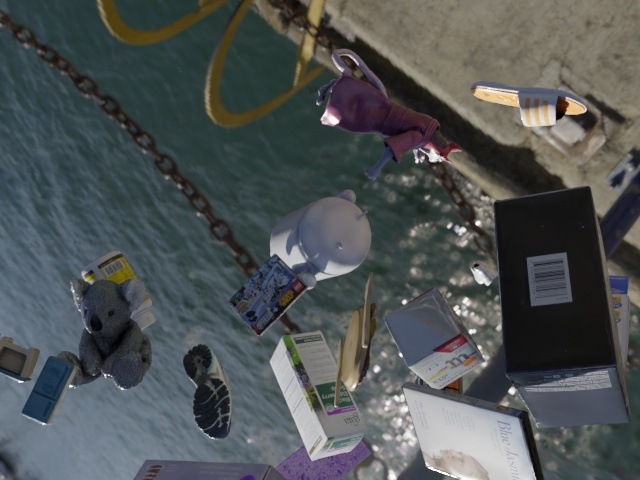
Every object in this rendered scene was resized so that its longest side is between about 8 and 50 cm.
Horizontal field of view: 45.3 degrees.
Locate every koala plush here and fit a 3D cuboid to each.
[{"bbox_3d":[-0.461,0.182,1.661,0.196,0.203,0.221,-2,105,11],"label":"koala plush"}]

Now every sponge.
[{"bbox_3d":[0.007,0.528,1.834,0.117,0.210,0.031,53,158,7],"label":"sponge"}]

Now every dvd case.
[{"bbox_3d":[0.256,0.341,1.294,0.253,0.022,0.180,4,118,48],"label":"dvd case"}]

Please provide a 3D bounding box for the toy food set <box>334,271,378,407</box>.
[{"bbox_3d":[0.061,0.148,1.081,0.038,0.132,0.192,11,141,-6],"label":"toy food set"}]

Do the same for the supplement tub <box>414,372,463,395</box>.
[{"bbox_3d":[0.285,0.361,1.846,0.117,0.190,0.117,3,150,2],"label":"supplement tub"}]

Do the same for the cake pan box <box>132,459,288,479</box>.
[{"bbox_3d":[-0.090,0.380,0.996,0.266,0.070,0.246,-14,128,42],"label":"cake pan box"}]

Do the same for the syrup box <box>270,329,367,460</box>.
[{"bbox_3d":[-0.008,0.304,1.521,0.237,0.093,0.096,62,142,34],"label":"syrup box"}]

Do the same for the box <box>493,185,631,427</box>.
[{"bbox_3d":[0.446,0.132,1.412,0.179,0.343,0.312,-9,149,21],"label":"box"}]

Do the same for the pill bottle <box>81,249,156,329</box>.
[{"bbox_3d":[-0.524,0.142,2.015,0.215,0.117,0.117,58,149,-1],"label":"pill bottle"}]

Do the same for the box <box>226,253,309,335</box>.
[{"bbox_3d":[-0.103,0.106,1.498,0.094,0.137,0.027,45,-177,11],"label":"box"}]

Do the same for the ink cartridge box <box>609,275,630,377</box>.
[{"bbox_3d":[0.608,0.225,1.762,0.185,0.311,0.065,0,151,28],"label":"ink cartridge box"}]

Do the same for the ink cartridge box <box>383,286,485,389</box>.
[{"bbox_3d":[0.236,0.205,1.574,0.176,0.128,0.127,44,-164,-53],"label":"ink cartridge box"}]

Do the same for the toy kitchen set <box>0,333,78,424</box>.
[{"bbox_3d":[-0.582,0.243,1.404,0.207,0.122,0.166,22,167,1],"label":"toy kitchen set"}]

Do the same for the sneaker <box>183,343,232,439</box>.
[{"bbox_3d":[-0.272,0.408,2.037,0.122,0.110,0.283,51,-167,-47],"label":"sneaker"}]

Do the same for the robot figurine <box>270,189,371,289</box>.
[{"bbox_3d":[0.000,0.000,2.006,0.199,0.300,0.353,31,158,-20],"label":"robot figurine"}]

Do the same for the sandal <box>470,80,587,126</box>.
[{"bbox_3d":[0.446,-0.287,1.675,0.265,0.076,0.102,16,174,34],"label":"sandal"}]

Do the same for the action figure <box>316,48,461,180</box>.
[{"bbox_3d":[0.187,-0.306,1.926,0.370,0.248,0.276,22,120,13],"label":"action figure"}]

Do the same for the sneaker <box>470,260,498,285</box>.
[{"bbox_3d":[0.419,0.078,1.988,0.061,0.054,0.152,42,180,2],"label":"sneaker"}]
